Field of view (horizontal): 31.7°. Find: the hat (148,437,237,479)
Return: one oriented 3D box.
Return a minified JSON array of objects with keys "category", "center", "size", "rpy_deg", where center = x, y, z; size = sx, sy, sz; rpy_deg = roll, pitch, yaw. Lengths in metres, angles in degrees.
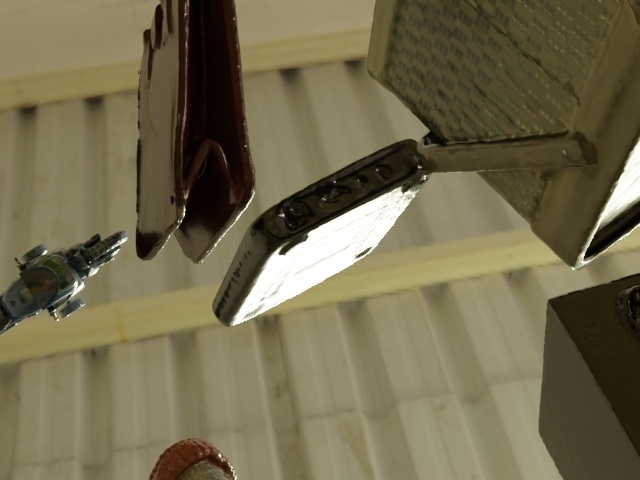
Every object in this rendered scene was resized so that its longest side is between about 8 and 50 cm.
[{"category":"hat","center":[-0.093,0.272,1.069],"size":[0.093,0.112,0.162],"rpy_deg":[-41,-129,-14]}]

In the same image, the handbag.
[{"category":"handbag","center":[-0.145,-0.129,1.217],"size":[0.084,0.260,0.275],"rpy_deg":[1,-106,-18]}]

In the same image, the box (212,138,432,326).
[{"category":"box","center":[0.000,0.000,0.663],"size":[0.126,0.125,0.027],"rpy_deg":[-29,-106,-29]}]

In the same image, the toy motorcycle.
[{"category":"toy motorcycle","center":[-0.337,0.061,1.325],"size":[0.254,0.092,0.135],"rpy_deg":[-30,-175,30]}]

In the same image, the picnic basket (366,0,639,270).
[{"category":"picnic basket","center":[0.128,-0.129,0.443],"size":[0.165,0.266,0.139],"rpy_deg":[-33,-115,-24]}]

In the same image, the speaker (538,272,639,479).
[{"category":"speaker","center":[0.340,0.188,1.073],"size":[0.184,0.232,0.254],"rpy_deg":[-15,-135,-8]}]
